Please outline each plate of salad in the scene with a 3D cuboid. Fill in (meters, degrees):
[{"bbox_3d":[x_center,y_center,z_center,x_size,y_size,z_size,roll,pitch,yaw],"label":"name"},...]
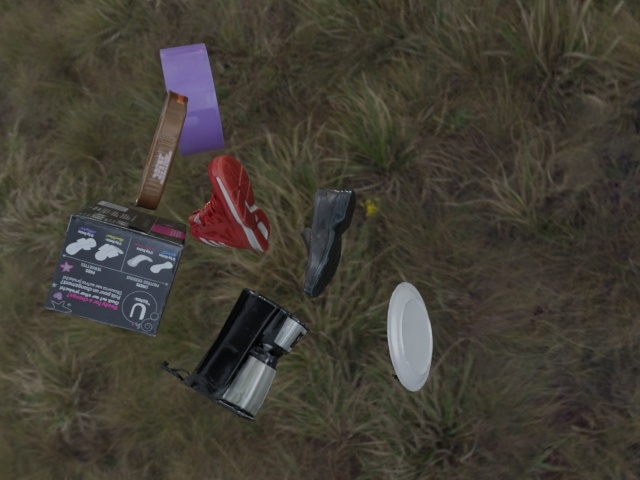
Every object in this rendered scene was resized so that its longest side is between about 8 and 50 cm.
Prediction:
[{"bbox_3d":[0.159,0.177,1.250,0.048,0.200,0.200,-8,76,29],"label":"plate of salad"}]

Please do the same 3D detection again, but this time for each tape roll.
[{"bbox_3d":[-0.228,-0.249,1.203,0.080,0.189,0.189,-12,71,-8],"label":"tape roll"}]

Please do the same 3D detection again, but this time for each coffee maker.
[{"bbox_3d":[-0.131,0.167,1.064,0.171,0.120,0.178,33,77,-11],"label":"coffee maker"}]

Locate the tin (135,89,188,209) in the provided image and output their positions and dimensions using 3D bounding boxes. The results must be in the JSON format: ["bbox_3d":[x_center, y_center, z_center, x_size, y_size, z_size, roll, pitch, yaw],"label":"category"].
[{"bbox_3d":[-0.240,-0.133,1.024,0.106,0.040,0.190,-98,29,-61],"label":"tin"}]

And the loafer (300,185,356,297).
[{"bbox_3d":[0.000,0.000,0.980,0.061,0.062,0.170,13,69,17],"label":"loafer"}]

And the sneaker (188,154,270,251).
[{"bbox_3d":[-0.169,-0.046,1.090,0.128,0.221,0.087,-5,52,13],"label":"sneaker"}]

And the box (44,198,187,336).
[{"bbox_3d":[-0.303,0.034,1.037,0.163,0.247,0.142,17,95,-12],"label":"box"}]
